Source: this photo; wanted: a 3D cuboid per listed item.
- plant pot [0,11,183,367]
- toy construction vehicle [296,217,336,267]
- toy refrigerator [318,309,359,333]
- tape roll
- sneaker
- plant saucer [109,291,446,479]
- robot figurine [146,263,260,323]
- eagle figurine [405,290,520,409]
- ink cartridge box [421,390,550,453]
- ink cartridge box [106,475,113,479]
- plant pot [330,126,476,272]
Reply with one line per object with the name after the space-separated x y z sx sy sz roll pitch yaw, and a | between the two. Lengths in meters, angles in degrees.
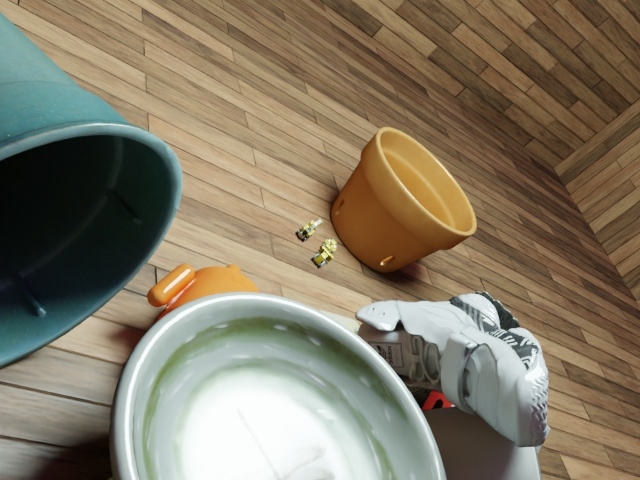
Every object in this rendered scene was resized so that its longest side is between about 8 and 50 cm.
-0.376 -0.090 0.712 0.334 0.341 0.341 47 27 18 | plant pot
0.000 0.000 1.381 0.086 0.035 0.098 49 28 4 | toy construction vehicle
0.033 0.247 1.042 0.094 0.102 0.269 21 37 -39 | toy refrigerator
0.228 0.354 0.996 0.246 0.169 0.246 -10 90 -76 | tape roll
0.158 0.170 0.943 0.366 0.210 0.137 -104 -169 -77 | sneaker
-0.046 0.243 0.769 0.400 0.100 0.400 24 39 -21 | plant saucer
-0.151 0.118 0.930 0.128 0.158 0.219 6 29 9 | robot figurine
0.243 0.214 1.248 0.225 0.226 0.298 30 -5 28 | eagle figurine
0.254 0.335 1.160 0.224 0.181 0.056 34 -7 -26 | ink cartridge box
-0.141 0.323 0.749 0.209 0.062 0.109 52 28 8 | ink cartridge box
0.160 -0.068 1.510 0.291 0.203 0.291 34 32 -24 | plant pot
